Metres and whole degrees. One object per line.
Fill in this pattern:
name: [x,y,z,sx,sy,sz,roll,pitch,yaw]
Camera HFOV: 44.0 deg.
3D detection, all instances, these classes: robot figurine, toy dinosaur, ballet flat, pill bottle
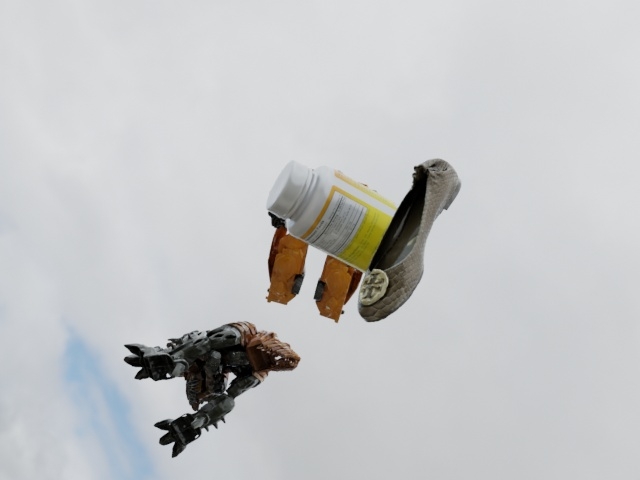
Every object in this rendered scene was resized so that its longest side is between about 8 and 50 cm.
robot figurine: [0.000,0.000,1.399,0.210,0.085,0.291,17,-59,2]
toy dinosaur: [-0.146,0.170,1.131,0.164,0.218,0.322,55,-40,10]
ballet flat: [0.104,-0.009,0.977,0.084,0.250,0.058,-1,-41,46]
pill bottle: [0.032,-0.034,1.179,0.214,0.117,0.117,28,-27,-16]
